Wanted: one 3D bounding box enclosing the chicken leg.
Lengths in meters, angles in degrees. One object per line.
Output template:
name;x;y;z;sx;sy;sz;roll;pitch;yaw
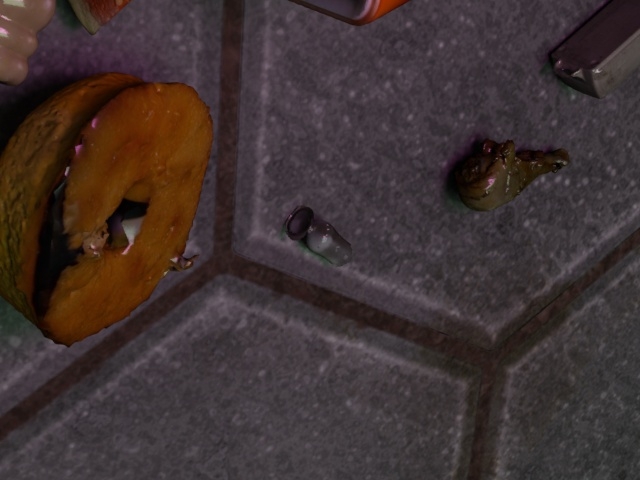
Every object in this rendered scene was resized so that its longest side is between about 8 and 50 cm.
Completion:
chicken leg;0.226;-0.084;1.512;0.178;0.070;0.093;-13;137;-40

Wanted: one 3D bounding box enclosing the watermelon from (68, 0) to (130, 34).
watermelon;-0.171;-0.247;1.111;0.125;0.094;0.135;-45;146;-9

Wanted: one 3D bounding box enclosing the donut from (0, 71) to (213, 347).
donut;-0.191;-0.032;1.156;0.253;0.118;0.253;-47;157;-27

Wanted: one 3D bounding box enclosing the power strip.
power strip;0.378;-0.261;1.524;0.272;0.078;0.052;-42;131;-12

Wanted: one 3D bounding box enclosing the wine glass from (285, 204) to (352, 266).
wine glass;0.000;0.000;1.406;0.039;0.042;0.083;-31;136;18

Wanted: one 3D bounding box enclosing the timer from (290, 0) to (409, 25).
timer;0.006;-0.343;1.097;0.161;0.257;0.250;-29;129;-30

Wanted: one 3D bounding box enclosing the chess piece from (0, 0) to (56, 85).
chess piece;-0.297;-0.164;1.061;0.124;0.139;0.307;22;93;-55
